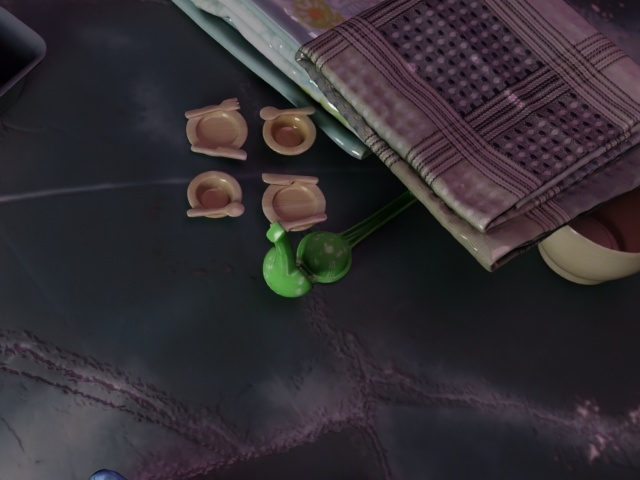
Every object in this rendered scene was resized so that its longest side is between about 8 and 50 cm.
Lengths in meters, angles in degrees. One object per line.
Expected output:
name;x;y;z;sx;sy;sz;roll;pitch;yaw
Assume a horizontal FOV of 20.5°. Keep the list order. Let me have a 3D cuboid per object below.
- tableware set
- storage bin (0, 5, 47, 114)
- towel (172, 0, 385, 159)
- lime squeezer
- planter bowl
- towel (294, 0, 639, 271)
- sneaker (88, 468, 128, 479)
tableware set;-0.067;-0.078;1.806;0.141;0.020;0.168;-1;60;-6
storage bin;-0.346;-0.153;1.727;0.098;0.091;0.135;37;54;6
towel;0.031;-0.281;1.945;0.374;0.090;0.320;43;53;9
lime squeezer;0.000;0.000;1.752;0.059;0.110;0.310;31;22;21
planter bowl;0.290;-0.022;1.852;0.162;0.109;0.162;8;53;-11
towel;0.184;-0.147;1.808;0.312;0.056;0.324;-29;67;-32
sneaker;-0.149;0.264;1.544;0.063;0.073;0.162;-25;70;-30
